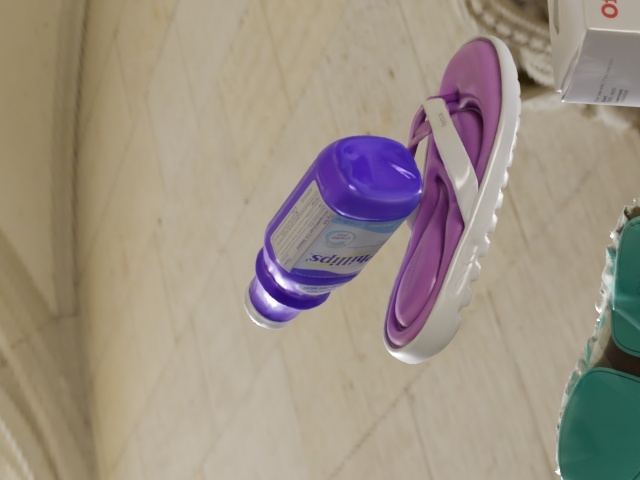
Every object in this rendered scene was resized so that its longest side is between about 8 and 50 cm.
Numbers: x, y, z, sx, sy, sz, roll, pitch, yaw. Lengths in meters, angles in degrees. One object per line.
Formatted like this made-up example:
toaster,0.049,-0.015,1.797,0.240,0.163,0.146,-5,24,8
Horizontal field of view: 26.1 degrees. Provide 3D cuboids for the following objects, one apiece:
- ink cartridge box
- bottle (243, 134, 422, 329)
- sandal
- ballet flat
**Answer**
ink cartridge box,0.389,-0.247,1.448,0.278,0.201,0.117,4,-33,-3
bottle,0.000,0.000,1.484,0.118,0.092,0.283,-2,-32,-32
sandal,0.132,-0.069,1.545,0.102,0.416,0.169,24,-28,-23
ballet flat,0.371,0.116,1.539,0.147,0.147,0.409,-4,-55,-20
